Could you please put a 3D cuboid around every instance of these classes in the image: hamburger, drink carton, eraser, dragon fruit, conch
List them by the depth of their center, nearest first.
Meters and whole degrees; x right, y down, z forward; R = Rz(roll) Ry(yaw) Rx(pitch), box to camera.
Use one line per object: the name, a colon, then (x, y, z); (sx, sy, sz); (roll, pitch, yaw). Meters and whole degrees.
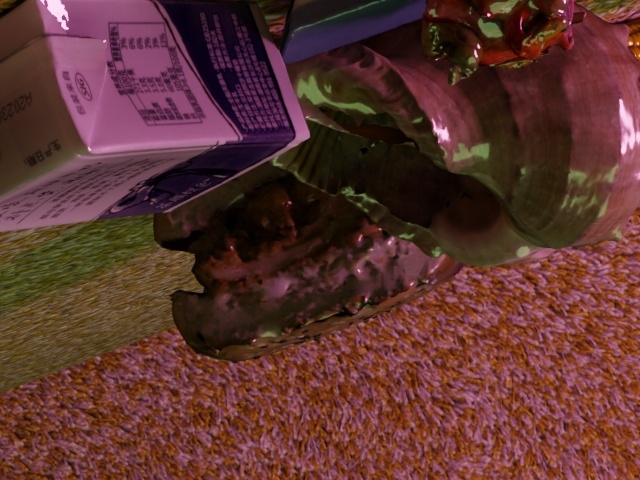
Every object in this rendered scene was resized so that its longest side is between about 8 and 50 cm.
dragon fruit: (0.108, -0.140, 0.907); (0.102, 0.096, 0.147); (-9, 150, 10)
drink carton: (-0.129, -0.075, 0.918); (0.134, 0.102, 0.222); (-23, 174, 33)
eraser: (0.073, -0.176, 1.003); (0.225, 0.036, 0.082); (-20, 174, -9)
conch: (0.107, -0.092, 1.144); (0.324, 0.186, 0.263); (25, 139, -15)
hamburger: (0.000, 0.000, 1.568); (0.318, 0.195, 0.277); (-20, 172, 10)

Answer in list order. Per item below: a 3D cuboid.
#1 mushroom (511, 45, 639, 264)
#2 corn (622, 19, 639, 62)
mushroom: (0.169, -0.090, 1.330); (0.255, 0.255, 0.184); (-24, 137, 25)
corn: (0.342, -0.187, 1.563); (0.244, 0.093, 0.093); (-20, 174, -32)
